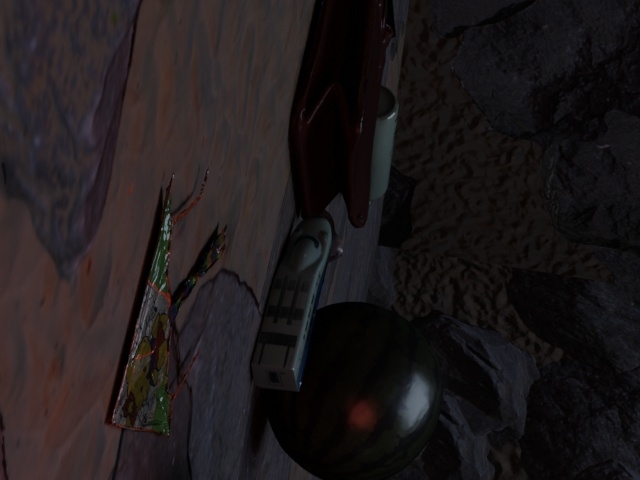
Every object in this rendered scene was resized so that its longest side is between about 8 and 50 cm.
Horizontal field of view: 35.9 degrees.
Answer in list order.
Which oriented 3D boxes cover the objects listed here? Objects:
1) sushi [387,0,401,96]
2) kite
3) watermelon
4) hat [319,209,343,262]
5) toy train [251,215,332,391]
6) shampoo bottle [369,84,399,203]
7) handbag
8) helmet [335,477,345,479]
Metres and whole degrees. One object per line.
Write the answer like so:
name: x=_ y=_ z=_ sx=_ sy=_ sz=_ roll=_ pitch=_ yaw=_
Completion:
sushi: x=0.093 y=-0.386 z=1.596 sx=0.290 sy=0.050 sz=0.264 roll=52 pitch=34 yaw=-79
kite: x=-0.091 y=0.038 z=0.628 sx=0.244 sy=0.006 sz=0.198 roll=-69 pitch=167 yaw=-62
watermelon: x=0.037 y=0.179 z=1.151 sx=0.212 sy=0.212 sz=0.212 roll=9 pitch=90 yaw=-84
hat: x=-0.003 y=-0.002 z=1.346 sx=0.058 sy=0.042 sz=0.087 roll=98 pitch=-29 yaw=-42
toy train: x=-0.026 y=0.053 z=1.087 sx=0.051 sy=0.052 sz=0.234 roll=85 pitch=15 yaw=-51
shampoo bottle: x=0.078 y=-0.144 z=1.656 sx=0.262 sy=0.085 sz=0.085 roll=92 pitch=9 yaw=-55
handbag: x=0.029 y=-0.180 z=1.155 sx=0.260 sy=0.084 sz=0.276 roll=81 pitch=18 yaw=-64
helmet: x=-0.051 y=0.281 z=0.660 sx=0.279 sy=0.160 sz=0.231 roll=-103 pitch=-162 yaw=-64
